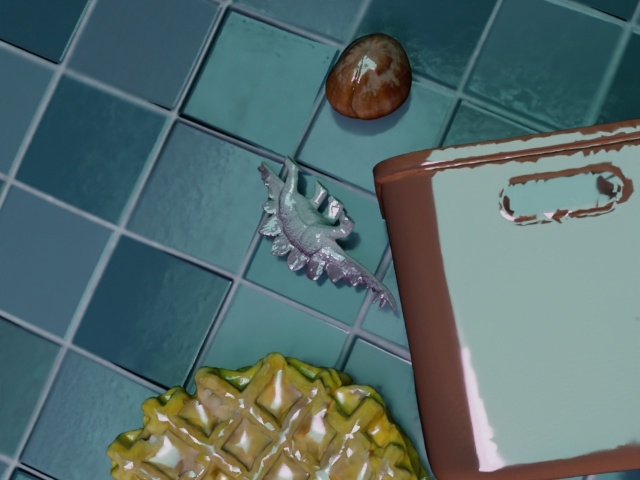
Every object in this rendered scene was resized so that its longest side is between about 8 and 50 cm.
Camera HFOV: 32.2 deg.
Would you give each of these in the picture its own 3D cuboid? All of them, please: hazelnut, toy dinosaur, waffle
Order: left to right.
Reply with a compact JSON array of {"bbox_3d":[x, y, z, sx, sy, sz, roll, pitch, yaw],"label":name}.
[{"bbox_3d":[-0.025,0.254,0.961,0.261,0.151,0.324,-32,84,-4],"label":"waffle"},{"bbox_3d":[0.001,0.000,1.036,0.209,0.039,0.082,44,107,26],"label":"toy dinosaur"},{"bbox_3d":[0.047,-0.154,1.043,0.086,0.086,0.086,-1,82,5],"label":"hazelnut"}]

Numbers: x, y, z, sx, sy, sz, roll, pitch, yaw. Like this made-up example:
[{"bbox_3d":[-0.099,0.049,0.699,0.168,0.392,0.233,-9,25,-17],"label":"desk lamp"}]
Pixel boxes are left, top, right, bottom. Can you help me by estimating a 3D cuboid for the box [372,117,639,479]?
[{"bbox_3d":[0.180,0.053,0.876,0.240,0.339,0.229,-9,85,4],"label":"box"}]
